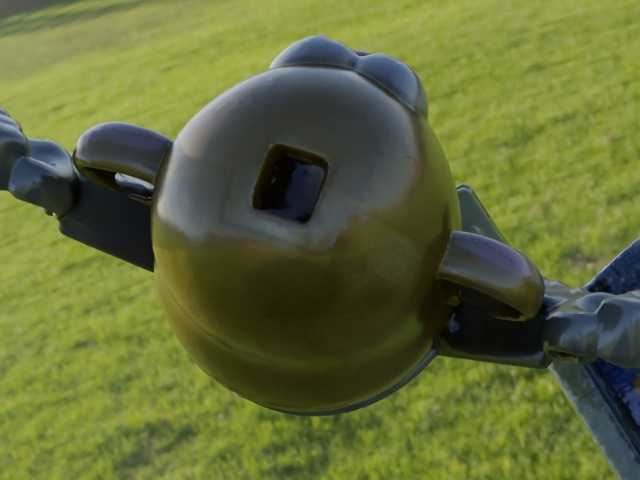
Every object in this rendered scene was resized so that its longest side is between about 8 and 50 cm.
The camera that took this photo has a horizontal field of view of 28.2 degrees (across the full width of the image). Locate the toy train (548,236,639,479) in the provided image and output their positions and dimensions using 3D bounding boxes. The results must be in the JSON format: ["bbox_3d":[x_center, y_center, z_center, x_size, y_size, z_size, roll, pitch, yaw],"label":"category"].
[{"bbox_3d":[0.271,0.103,0.753,0.131,0.300,0.202,9,-47,-45],"label":"toy train"}]

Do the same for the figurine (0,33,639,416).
[{"bbox_3d":[0.001,0.001,0.620,0.342,0.167,0.285,-6,-6,9],"label":"figurine"}]
